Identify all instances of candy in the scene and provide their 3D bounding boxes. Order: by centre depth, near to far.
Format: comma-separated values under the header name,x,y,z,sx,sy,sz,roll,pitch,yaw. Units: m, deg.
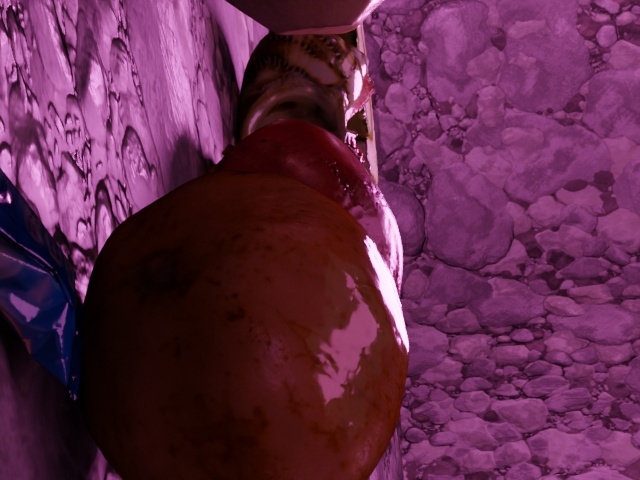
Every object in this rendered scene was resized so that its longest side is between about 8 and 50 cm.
name,x,y,z,sx,sy,sz,roll,pitch,yaw
candy,-0.165,0.016,0.846,0.088,0.038,0.136,-95,165,-54

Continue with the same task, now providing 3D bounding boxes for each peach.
name,x,y,z,sx,sy,sz,roll,pitch,yaw
peach,-0.003,-0.002,1.534,0.267,0.158,0.154,63,15,9

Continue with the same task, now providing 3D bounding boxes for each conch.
name,x,y,z,sx,sy,sz,roll,pitch,yaw
conch,-0.018,-0.170,1.820,0.187,0.181,0.124,58,6,15

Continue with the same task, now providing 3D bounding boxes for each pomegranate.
name,x,y,z,sx,sy,sz,roll,pitch,yaw
pomegranate,-0.050,0.076,0.991,0.248,0.248,0.248,-8,90,-84

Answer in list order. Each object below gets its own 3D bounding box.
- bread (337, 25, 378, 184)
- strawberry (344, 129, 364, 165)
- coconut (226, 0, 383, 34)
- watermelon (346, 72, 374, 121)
name,x,y,z,sx,sy,sz,roll,pitch,yaw
bread,0.013,-0.252,2.408,0.366,0.129,0.382,69,15,-76
strawberry,-0.014,-0.110,1.956,0.085,0.140,0.192,-87,159,-65
coconut,-0.015,-0.355,1.352,0.352,0.352,0.353,-8,90,-84
watermelon,-0.027,-0.212,2.146,0.146,0.128,0.231,47,25,-8
